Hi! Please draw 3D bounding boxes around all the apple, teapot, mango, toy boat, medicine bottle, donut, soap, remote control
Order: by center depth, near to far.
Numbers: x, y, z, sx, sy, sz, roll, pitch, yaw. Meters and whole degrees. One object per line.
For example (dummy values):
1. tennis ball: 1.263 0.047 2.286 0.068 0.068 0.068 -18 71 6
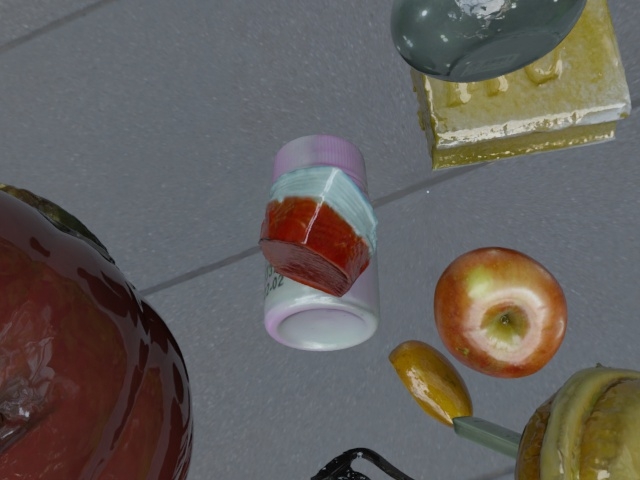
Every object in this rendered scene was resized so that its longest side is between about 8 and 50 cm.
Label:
1. teapot: 0.136 -0.284 0.705 0.183 0.183 0.251 -16 79 9
2. apple: 0.215 0.085 0.915 0.163 0.139 0.164 1 98 4
3. toy boat: 0.006 -0.023 0.955 0.145 0.332 0.133 21 79 5
4. donut: 0.433 0.380 1.039 0.198 0.448 0.449 -19 91 45
5. soap: 0.317 -0.291 1.269 0.334 0.156 0.294 -7 74 3
6. remote control: 0.361 0.368 1.316 0.090 0.309 0.038 12 89 -37
7. medicine bottle: 0.000 0.000 1.464 0.219 0.219 0.389 -7 58 9
8. mango: 0.235 0.295 1.544 0.102 0.141 0.217 -42 74 9

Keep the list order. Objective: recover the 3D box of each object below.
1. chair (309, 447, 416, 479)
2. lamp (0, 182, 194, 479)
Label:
1. chair: 0.096 0.313 0.759 0.229 0.106 0.113 15 120 44
2. lamp: -0.220 0.094 0.420 0.303 0.303 0.257 11 53 7
